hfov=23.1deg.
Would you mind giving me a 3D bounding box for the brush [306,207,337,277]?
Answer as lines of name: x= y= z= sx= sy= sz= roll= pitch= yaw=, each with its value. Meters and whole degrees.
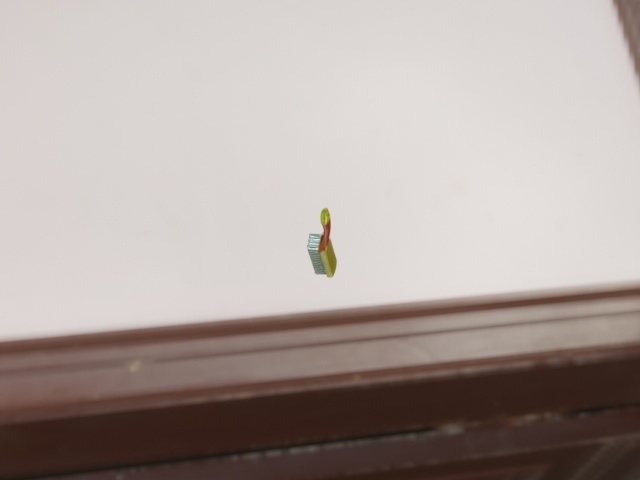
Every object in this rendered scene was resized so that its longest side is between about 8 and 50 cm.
brush: x=0.000 y=0.000 z=1.208 sx=0.083 sy=0.021 sz=0.019 roll=83 pitch=-162 yaw=-58
